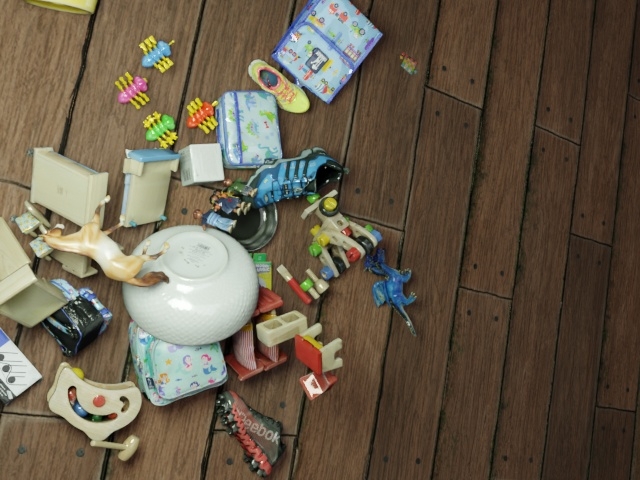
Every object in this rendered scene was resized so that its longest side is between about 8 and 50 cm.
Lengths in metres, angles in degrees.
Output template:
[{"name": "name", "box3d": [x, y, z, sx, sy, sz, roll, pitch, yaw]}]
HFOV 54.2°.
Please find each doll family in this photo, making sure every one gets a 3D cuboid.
[{"name": "doll family", "box3d": [-0.248, -0.093, 1.609, 0.111, 0.076, 0.193, 23, 36, 7]}]

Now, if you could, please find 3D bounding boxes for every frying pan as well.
[{"name": "frying pan", "box3d": [-0.185, -0.122, 1.776, 0.197, 0.053, 0.326, 37, 68, -25]}]

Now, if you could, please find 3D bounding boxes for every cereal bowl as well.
[{"name": "cereal bowl", "box3d": [-0.314, 0.082, 1.533, 0.339, 0.141, 0.338, 7, 46, -7]}]

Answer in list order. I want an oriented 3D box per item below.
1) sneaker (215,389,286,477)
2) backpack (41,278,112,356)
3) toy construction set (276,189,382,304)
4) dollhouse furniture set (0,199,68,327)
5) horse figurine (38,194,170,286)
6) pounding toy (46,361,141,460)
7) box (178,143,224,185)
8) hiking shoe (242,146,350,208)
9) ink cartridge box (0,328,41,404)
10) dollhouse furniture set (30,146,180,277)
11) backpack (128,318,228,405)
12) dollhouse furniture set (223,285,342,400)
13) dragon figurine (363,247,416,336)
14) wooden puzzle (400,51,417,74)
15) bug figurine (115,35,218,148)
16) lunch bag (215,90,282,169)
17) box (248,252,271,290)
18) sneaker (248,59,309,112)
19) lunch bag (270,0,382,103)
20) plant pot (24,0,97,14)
[{"name": "sneaker", "box3d": [-0.183, 0.510, 1.721, 0.135, 0.098, 0.276, -35, 107, -26]}, {"name": "backpack", "box3d": [-0.596, 0.164, 1.472, 0.173, 0.158, 0.117, 45, 50, 5]}, {"name": "toy construction set", "box3d": [0.000, 0.000, 1.815, 0.309, 0.257, 0.237, -41, 90, -4]}, {"name": "dollhouse furniture set", "box3d": [-0.673, 0.048, 1.342, 0.212, 0.161, 0.242, -37, 71, -10]}, {"name": "horse figurine", "box3d": [-0.447, 0.019, 1.365, 0.263, 0.066, 0.174, 41, 45, -6]}, {"name": "pounding toy", "box3d": [-0.517, 0.398, 1.499, 0.269, 0.155, 0.154, 45, 72, -21]}, {"name": "box", "box3d": [-0.319, -0.202, 1.672, 0.087, 0.101, 0.101, -7, 91, -31]}, {"name": "hiking shoe", "box3d": [-0.073, -0.169, 1.725, 0.304, 0.132, 0.113, -32, 133, -26]}, {"name": "ink cartridge box", "box3d": [-0.749, 0.266, 1.435, 0.097, 0.046, 0.207, -41, 107, -27]}, {"name": "dollhouse furniture set", "box3d": [-0.529, -0.104, 1.568, 0.303, 0.198, 0.286, -22, 131, -57]}, {"name": "backpack", "box3d": [-0.363, 0.272, 1.585, 0.225, 0.191, 0.253, -14, 90, -29]}, {"name": "dollhouse furniture set", "box3d": [-0.111, 0.284, 1.589, 0.152, 0.374, 0.201, -18, 118, -31]}, {"name": "dragon figurine", "box3d": [0.218, 0.166, 1.972, 0.144, 0.085, 0.289, -6, 86, -28]}, {"name": "wooden puzzle", "box3d": [0.297, -0.592, 2.102, 0.083, 0.006, 0.049, 31, 73, -25]}, {"name": "bug figurine", "box3d": [-0.410, -0.381, 1.647, 0.216, 0.072, 0.279, -42, 112, -18]}, {"name": "lunch bag", "box3d": [-0.205, -0.308, 1.754, 0.176, 0.090, 0.218, -3, 88, -27]}, {"name": "box", "box3d": [-0.191, 0.125, 1.766, 0.105, 0.043, 0.179, 1, 86, -30]}, {"name": "sneaker", "box3d": [-0.117, -0.434, 1.795, 0.209, 0.094, 0.081, 33, 97, -20]}, {"name": "lunch bag", "box3d": [0.003, -0.574, 1.881, 0.221, 0.138, 0.293, 37, 84, -22]}, {"name": "plant pot", "box3d": [-0.608, -0.670, 1.463, 0.254, 0.254, 0.238, 3, 102, -30]}]
